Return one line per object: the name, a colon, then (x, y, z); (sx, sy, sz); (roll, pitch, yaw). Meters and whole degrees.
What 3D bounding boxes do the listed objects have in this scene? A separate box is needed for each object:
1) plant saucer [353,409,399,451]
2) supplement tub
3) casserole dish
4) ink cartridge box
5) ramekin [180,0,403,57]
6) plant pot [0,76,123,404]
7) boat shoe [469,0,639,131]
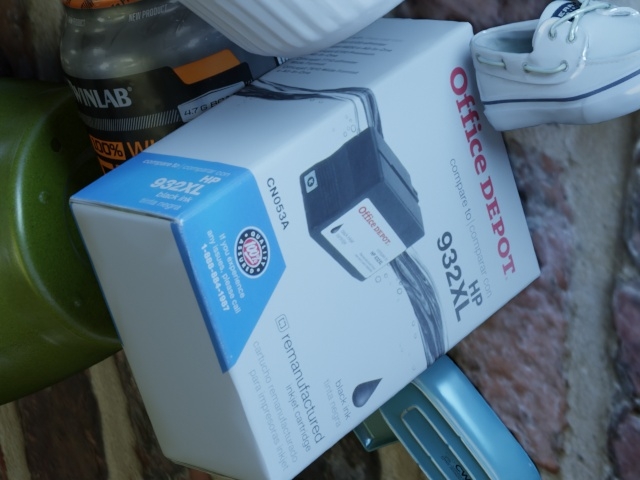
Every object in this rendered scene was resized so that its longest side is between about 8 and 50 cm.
plant saucer: (0.012, 0.106, 1.679); (0.192, 0.018, 0.067); (56, 147, -3)
supplement tub: (-0.087, -0.096, 1.463); (0.193, 0.193, 0.316); (8, 125, 49)
casserole dish: (0.114, 0.174, 1.593); (0.188, 0.037, 0.114); (52, 148, 4)
ink cartridge box: (0.000, 0.000, 1.332); (0.129, 0.307, 0.223); (9, 125, 46)
ramekin: (0.006, -0.235, 1.166); (0.127, 0.273, 0.273); (45, 152, -24)
plant pot: (-0.302, -0.005, 1.720); (0.353, 0.366, 0.366); (-8, 112, 43)
boat shoe: (0.169, -0.122, 1.210); (0.226, 0.083, 0.076); (-11, 111, 56)
